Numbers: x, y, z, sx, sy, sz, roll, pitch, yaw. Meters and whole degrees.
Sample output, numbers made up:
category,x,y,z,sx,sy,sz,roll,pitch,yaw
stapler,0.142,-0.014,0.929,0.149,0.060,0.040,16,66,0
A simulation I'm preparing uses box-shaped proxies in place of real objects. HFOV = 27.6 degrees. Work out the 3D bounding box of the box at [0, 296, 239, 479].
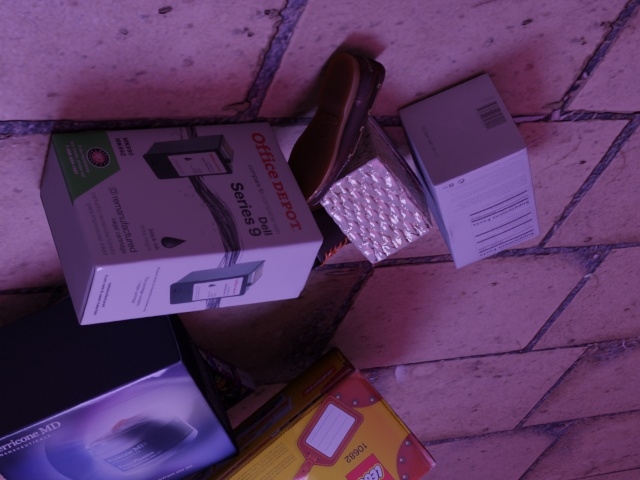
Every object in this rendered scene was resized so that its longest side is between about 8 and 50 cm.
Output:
category,x,y,z,sx,sy,sz,roll,pitch,yaw
box,-0.307,0.228,1.824,0.296,0.182,0.294,-23,143,-1

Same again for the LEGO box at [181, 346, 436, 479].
category,x,y,z,sx,sy,sz,roll,pitch,yaw
LEGO box,-0.092,0.406,2.046,0.500,0.193,0.372,-39,-177,-2

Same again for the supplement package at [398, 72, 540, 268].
category,x,y,z,sx,sy,sz,roll,pitch,yaw
supplement package,0.210,-0.090,1.806,0.134,0.139,0.244,-23,150,1

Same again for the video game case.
category,x,y,z,sx,sy,sz,roll,pitch,yaw
video game case,-0.249,0.261,2.089,0.232,0.041,0.210,-36,146,11

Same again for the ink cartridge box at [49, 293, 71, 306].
category,x,y,z,sx,sy,sz,roll,pitch,yaw
ink cartridge box,-0.366,0.170,1.917,0.223,0.045,0.224,-30,146,9

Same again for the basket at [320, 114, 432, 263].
category,x,y,z,sx,sy,sz,roll,pitch,yaw
basket,0.065,-0.066,1.737,0.113,0.103,0.167,-32,128,12

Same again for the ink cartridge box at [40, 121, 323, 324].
category,x,y,z,sx,sy,sz,roll,pitch,yaw
ink cartridge box,-0.171,-0.028,1.589,0.289,0.211,0.121,-7,144,-27

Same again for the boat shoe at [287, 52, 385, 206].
category,x,y,z,sx,sy,sz,roll,pitch,yaw
boat shoe,0.022,-0.133,1.633,0.073,0.073,0.207,5,118,-47

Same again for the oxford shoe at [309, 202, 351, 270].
category,x,y,z,sx,sy,sz,roll,pitch,yaw
oxford shoe,0.000,0.000,1.845,0.271,0.098,0.097,-9,145,-22
